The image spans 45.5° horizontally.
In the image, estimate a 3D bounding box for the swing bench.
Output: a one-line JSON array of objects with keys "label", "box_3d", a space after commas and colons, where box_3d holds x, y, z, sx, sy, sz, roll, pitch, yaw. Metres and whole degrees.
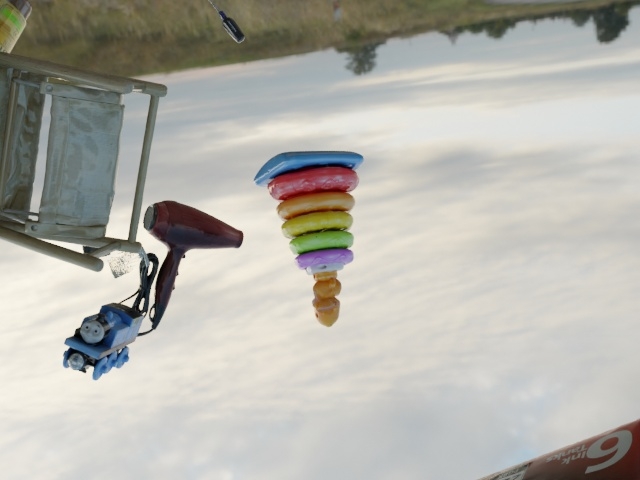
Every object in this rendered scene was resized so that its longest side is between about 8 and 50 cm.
[{"label": "swing bench", "box_3d": [-0.372, -0.116, 1.047, 0.254, 0.254, 0.165, 13, -171, 5]}]

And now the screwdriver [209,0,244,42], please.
[{"label": "screwdriver", "box_3d": [-0.199, -0.449, 1.458, 0.025, 0.170, 0.024, -35, 176, 25]}]

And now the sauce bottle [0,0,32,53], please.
[{"label": "sauce bottle", "box_3d": [-0.636, -0.303, 1.351, 0.111, 0.345, 0.111, 20, 165, 6]}]

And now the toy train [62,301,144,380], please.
[{"label": "toy train", "box_3d": [-0.364, 0.164, 1.274, 0.080, 0.105, 0.184, 21, -176, 6]}]

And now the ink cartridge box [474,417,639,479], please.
[{"label": "ink cartridge box", "box_3d": [0.135, 0.295, 0.580, 0.309, 0.130, 0.272, -32, 179, 28]}]

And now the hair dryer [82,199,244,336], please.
[{"label": "hair dryer", "box_3d": [-0.280, 0.032, 1.414, 0.293, 0.224, 0.080, -25, -144, -16]}]

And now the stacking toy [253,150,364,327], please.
[{"label": "stacking toy", "box_3d": [0.000, 0.000, 1.329, 0.165, 0.302, 0.175, -3, 170, -29]}]
